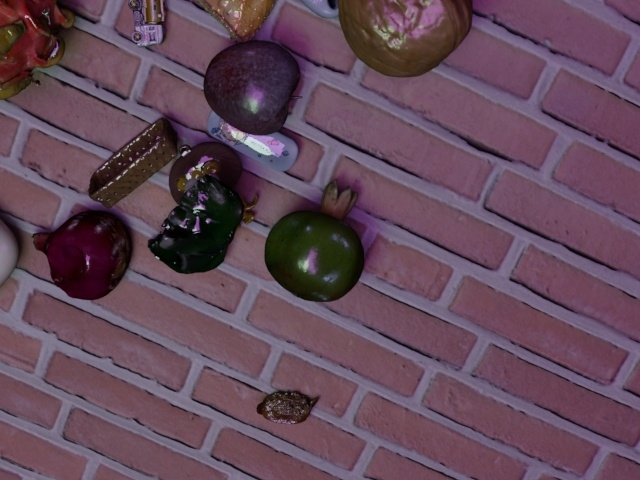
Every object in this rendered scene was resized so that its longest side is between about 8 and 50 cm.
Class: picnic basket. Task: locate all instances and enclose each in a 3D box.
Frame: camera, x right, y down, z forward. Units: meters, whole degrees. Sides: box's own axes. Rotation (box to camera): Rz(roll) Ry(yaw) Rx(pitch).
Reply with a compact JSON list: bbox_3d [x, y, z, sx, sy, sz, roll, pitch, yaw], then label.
[{"bbox_3d":[-0.342,-0.140,1.536,0.193,0.110,0.055,-35,123,12],"label":"picnic basket"}]

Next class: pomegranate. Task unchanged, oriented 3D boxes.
[{"bbox_3d":[0.001,0.001,1.524,0.187,0.187,0.225,22,81,-2],"label":"pomegranate"}]

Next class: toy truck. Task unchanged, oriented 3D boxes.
[{"bbox_3d":[-0.307,-0.408,1.483,0.063,0.052,0.123,-4,104,-1],"label":"toy truck"}]

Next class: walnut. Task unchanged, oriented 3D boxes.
[{"bbox_3d":[0.138,-0.386,1.382,0.228,0.228,0.228,1,106,4],"label":"walnut"}]

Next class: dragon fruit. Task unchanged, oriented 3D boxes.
[{"bbox_3d":[-0.572,-0.366,1.424,0.291,0.250,0.269,-22,123,-17],"label":"dragon fruit"}]

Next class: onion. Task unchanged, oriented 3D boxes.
[{"bbox_3d":[-0.467,0.027,1.573,0.198,0.135,0.173,9,103,3],"label":"onion"}]

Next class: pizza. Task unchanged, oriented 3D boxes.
[{"bbox_3d":[-0.146,-0.474,1.447,0.188,0.080,0.204,36,96,-30],"label":"pizza"}]

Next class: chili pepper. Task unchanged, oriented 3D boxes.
[{"bbox_3d":[-0.222,-0.007,1.498,0.148,0.116,0.264,17,144,-17],"label":"chili pepper"}]

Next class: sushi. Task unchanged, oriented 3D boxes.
[{"bbox_3d":[-0.065,0.334,1.676,0.120,0.052,0.055,7,121,4],"label":"sushi"}]

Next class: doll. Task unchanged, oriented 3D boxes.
[{"bbox_3d":[-0.191,-0.103,1.542,0.188,0.096,0.145,31,113,-15],"label":"doll"}]

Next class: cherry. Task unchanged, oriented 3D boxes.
[{"bbox_3d":[-0.117,-0.275,1.456,0.176,0.140,0.176,1,78,-5],"label":"cherry"}]

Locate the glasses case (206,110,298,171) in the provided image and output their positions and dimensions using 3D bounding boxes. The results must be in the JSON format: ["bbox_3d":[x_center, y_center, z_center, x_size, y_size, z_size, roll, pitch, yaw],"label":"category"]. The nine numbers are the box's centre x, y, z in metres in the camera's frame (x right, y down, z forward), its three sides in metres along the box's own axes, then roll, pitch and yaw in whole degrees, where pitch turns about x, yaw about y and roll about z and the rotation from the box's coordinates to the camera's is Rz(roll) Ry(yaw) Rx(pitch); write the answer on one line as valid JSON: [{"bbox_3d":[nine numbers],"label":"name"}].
[{"bbox_3d":[-0.125,-0.190,1.534,0.178,0.045,0.067,28,104,-4],"label":"glasses case"}]

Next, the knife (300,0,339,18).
[{"bbox_3d":[-0.108,-0.452,1.410,0.331,0.044,0.080,15,112,-21],"label":"knife"}]

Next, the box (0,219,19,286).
[{"bbox_3d":[-0.771,-0.001,1.584,0.349,0.141,0.289,44,103,-8],"label":"box"}]
